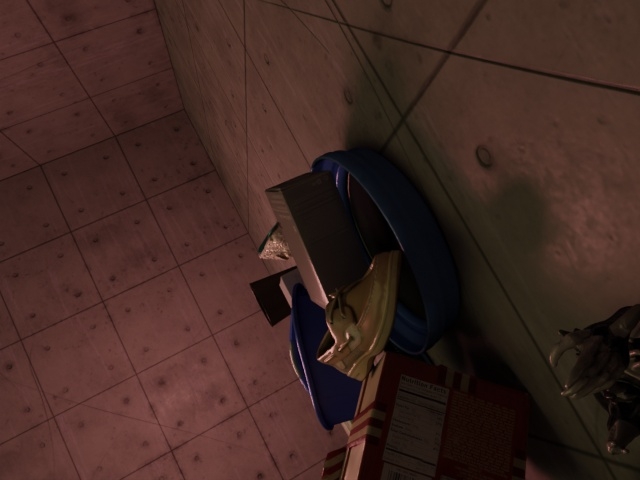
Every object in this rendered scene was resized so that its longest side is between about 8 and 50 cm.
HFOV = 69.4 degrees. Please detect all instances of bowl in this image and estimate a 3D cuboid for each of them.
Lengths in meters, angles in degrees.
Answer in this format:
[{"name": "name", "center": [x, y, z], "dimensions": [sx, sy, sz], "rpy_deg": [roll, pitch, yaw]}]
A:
[{"name": "bowl", "center": [0.107, 0.015, 0.839], "dimensions": [0.391, 0.077, 0.391], "rpy_deg": [58, 166, 24]}]

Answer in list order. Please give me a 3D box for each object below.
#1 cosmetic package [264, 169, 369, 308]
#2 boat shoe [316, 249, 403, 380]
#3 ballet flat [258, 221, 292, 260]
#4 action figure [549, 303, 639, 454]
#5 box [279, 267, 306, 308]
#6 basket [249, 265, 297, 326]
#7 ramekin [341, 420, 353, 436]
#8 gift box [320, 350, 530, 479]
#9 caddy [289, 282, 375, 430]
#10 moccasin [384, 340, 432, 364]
[{"name": "cosmetic package", "center": [0.000, 0.000, 0.829], "dimensions": [0.237, 0.107, 0.127], "rpy_deg": [70, 163, -11]}, {"name": "boat shoe", "center": [0.053, 0.120, 0.713], "dimensions": [0.302, 0.098, 0.109], "rpy_deg": [102, -176, -50]}, {"name": "ballet flat", "center": [-0.150, 0.021, 1.732], "dimensions": [0.146, 0.147, 0.409], "rpy_deg": [64, 167, 0]}, {"name": "action figure", "center": [0.254, 0.108, 0.327], "dimensions": [0.164, 0.141, 0.275], "rpy_deg": [43, 157, 26]}, {"name": "box", "center": [-0.019, 0.114, 1.296], "dimensions": [0.090, 0.171, 0.130], "rpy_deg": [61, 167, 10]}, {"name": "basket", "center": [-0.114, 0.177, 1.651], "dimensions": [0.204, 0.227, 0.154], "rpy_deg": [43, 156, 54]}, {"name": "ramekin", "center": [0.140, 0.596, 1.652], "dimensions": [0.303, 0.148, 0.303], "rpy_deg": [57, 165, 24]}, {"name": "gift box", "center": [0.147, 0.349, 0.725], "dimensions": [0.255, 0.276, 0.258], "rpy_deg": [20, 155, 7]}, {"name": "caddy", "center": [0.019, 0.256, 1.064], "dimensions": [0.241, 0.180, 0.340], "rpy_deg": [-25, -79, -82]}, {"name": "moccasin", "center": [0.214, 0.359, 0.991], "dimensions": [0.341, 0.117, 0.137], "rpy_deg": [61, 167, 9]}]
